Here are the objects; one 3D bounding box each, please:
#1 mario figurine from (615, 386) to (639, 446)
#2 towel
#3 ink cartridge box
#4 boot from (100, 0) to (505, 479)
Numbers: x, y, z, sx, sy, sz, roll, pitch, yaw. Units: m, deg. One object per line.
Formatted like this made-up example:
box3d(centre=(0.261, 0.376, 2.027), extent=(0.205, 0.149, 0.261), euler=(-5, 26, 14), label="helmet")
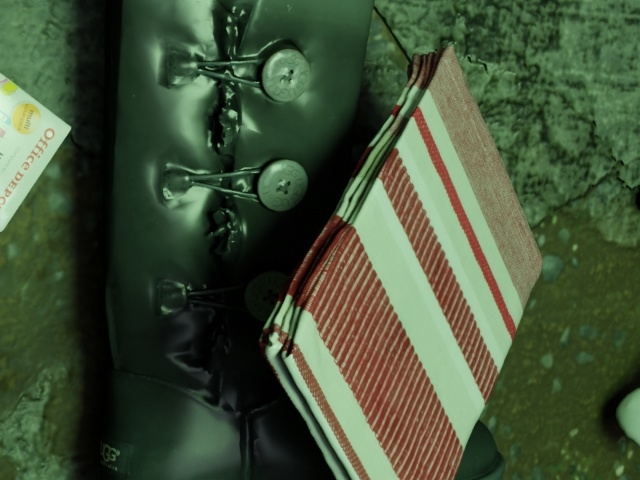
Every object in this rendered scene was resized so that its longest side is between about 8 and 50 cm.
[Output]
box3d(centre=(0.370, 0.094, 1.512), extent=(0.198, 0.170, 0.321), euler=(-7, 94, 7), label="mario figurine")
box3d(centre=(0.071, 0.045, 1.164), extent=(0.237, 0.037, 0.329), euler=(62, 40, -33), label="towel")
box3d(centre=(-0.250, -0.077, 1.096), extent=(0.143, 0.090, 0.092), euler=(38, 80, -30), label="ink cartridge box")
box3d(centre=(-0.002, 0.000, 1.244), extent=(0.367, 0.146, 0.445), euler=(-2, 96, -33), label="boot")
